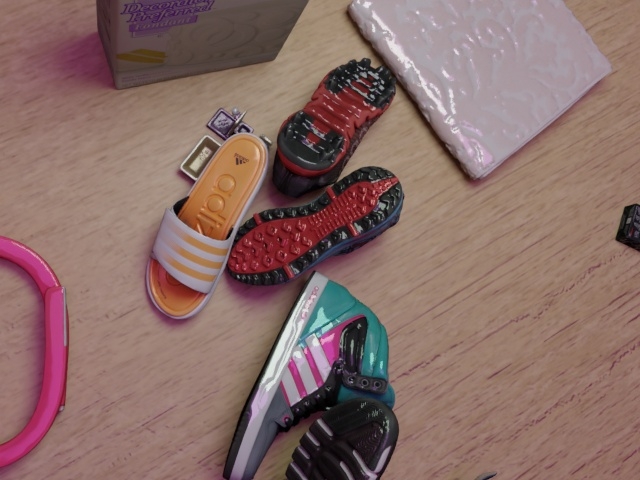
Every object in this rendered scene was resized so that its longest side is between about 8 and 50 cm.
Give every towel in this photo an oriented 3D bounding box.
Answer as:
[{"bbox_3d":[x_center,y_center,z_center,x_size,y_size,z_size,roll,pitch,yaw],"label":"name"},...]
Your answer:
[{"bbox_3d":[0.253,-0.309,1.165,0.317,0.053,0.331,-38,91,-18],"label":"towel"}]

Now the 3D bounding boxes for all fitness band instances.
[{"bbox_3d":[-0.419,0.134,0.911,0.209,0.054,0.290,1,80,-13],"label":"fitness band"}]

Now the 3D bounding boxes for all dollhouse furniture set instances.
[{"bbox_3d":[-0.128,-0.125,1.014,0.091,0.081,0.114,38,74,-7],"label":"dollhouse furniture set"}]

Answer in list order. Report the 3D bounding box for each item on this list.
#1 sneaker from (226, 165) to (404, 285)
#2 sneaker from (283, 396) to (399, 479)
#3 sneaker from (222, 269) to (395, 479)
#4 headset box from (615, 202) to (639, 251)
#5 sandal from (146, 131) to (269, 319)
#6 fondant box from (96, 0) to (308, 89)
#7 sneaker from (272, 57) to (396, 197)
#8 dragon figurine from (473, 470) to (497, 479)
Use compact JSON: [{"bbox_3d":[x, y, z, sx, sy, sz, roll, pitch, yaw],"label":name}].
[{"bbox_3d":[0.000,0.000,1.020,0.262,0.125,0.104,-23,70,8],"label":"sneaker"},{"bbox_3d":[0.034,0.313,0.949,0.163,0.106,0.281,17,115,-47],"label":"sneaker"},{"bbox_3d":[0.004,0.206,0.986,0.179,0.124,0.295,26,74,-1],"label":"sneaker"},{"bbox_3d":[0.531,-0.014,1.210,0.083,0.032,0.062,23,77,-12],"label":"headset box"},{"bbox_3d":[-0.156,-0.026,0.964,0.102,0.076,0.265,26,90,8],"label":"sandal"},{"bbox_3d":[-0.144,-0.299,0.907,0.238,0.330,0.096,-15,86,-17],"label":"fondant box"},{"bbox_3d":[0.015,-0.157,1.055,0.098,0.135,0.276,35,50,4],"label":"sneaker"},{"bbox_3d":[0.215,0.467,1.019,0.144,0.085,0.289,26,76,-11],"label":"dragon figurine"}]
